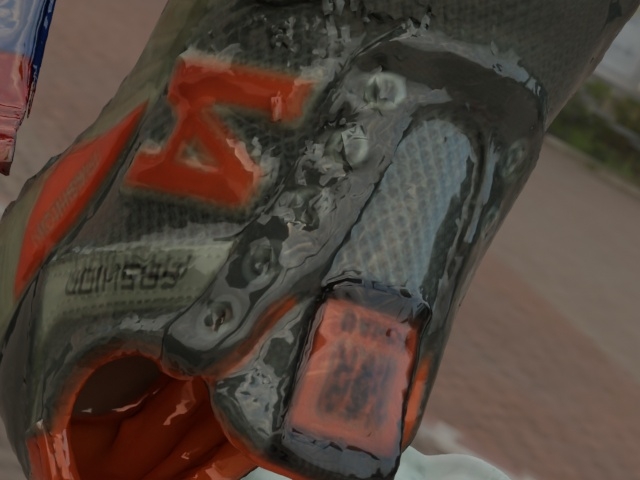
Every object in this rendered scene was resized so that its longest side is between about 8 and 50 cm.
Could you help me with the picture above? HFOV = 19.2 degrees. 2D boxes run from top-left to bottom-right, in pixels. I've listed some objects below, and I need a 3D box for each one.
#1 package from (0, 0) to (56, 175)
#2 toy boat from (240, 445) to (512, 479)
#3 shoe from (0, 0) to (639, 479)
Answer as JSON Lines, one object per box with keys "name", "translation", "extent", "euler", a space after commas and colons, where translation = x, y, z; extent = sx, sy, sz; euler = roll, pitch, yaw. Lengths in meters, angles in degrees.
{"name": "package", "translation": [-0.097, -0.089, 0.521], "extent": [0.083, 0.022, 0.200], "euler": [9, 42, 5]}
{"name": "toy boat", "translation": [0.048, 0.206, 0.956], "extent": [0.290, 0.199, 0.100], "euler": [4, 21, 9]}
{"name": "shoe", "translation": [0.000, 0.000, 0.636], "extent": [0.132, 0.336, 0.171], "euler": [25, 33, -36]}
